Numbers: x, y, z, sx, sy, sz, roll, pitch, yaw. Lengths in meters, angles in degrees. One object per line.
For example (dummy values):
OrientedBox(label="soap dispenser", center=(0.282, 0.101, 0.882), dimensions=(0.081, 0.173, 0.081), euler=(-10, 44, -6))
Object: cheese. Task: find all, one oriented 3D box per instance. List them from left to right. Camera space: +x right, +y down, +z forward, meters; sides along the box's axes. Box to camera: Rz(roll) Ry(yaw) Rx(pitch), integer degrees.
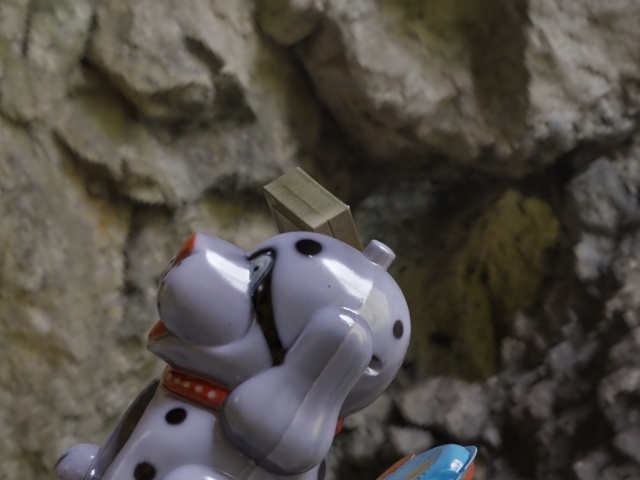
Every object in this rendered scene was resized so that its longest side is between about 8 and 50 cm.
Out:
OrientedBox(label="cheese", center=(0.079, 0.218, 1.301), dimensions=(0.106, 0.037, 0.256), euler=(-38, 0, -14))

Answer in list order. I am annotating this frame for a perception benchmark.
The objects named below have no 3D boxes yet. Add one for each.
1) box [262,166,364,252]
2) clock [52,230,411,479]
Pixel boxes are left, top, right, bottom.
OrientedBox(label="box", center=(0.000, 0.000, 1.072), dimensions=(0.035, 0.083, 0.079), euler=(-31, 38, -15))
OrientedBox(label="clock", center=(-0.043, 0.101, 0.908), dimensions=(0.254, 0.189, 0.189), euler=(-60, -5, 8))
